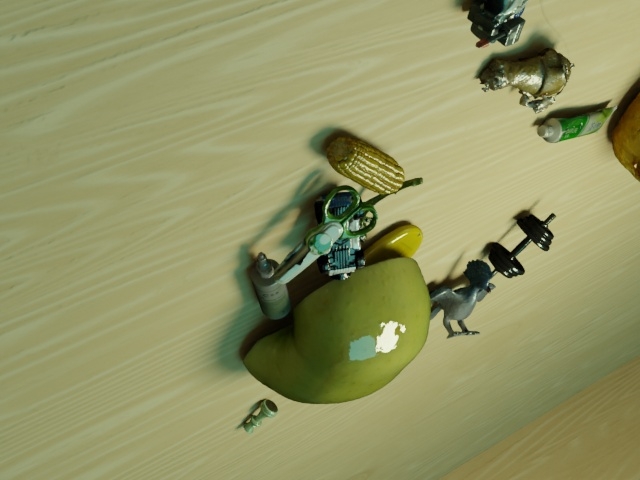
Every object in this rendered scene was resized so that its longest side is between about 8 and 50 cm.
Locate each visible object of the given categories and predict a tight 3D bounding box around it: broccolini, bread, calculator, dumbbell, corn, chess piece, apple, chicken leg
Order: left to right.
[{"bbox_3d":[-0.136,0.389,2.179,0.093,0.042,0.042,-44,153,24],"label":"chess piece"},{"bbox_3d":[0.053,0.166,1.951,0.360,0.320,0.312,-9,107,-46],"label":"apple"},{"bbox_3d":[0.075,-0.121,1.625,0.068,0.068,0.207,-47,150,15],"label":"corn"},{"bbox_3d":[0.107,0.053,1.968,0.235,0.032,0.146,-43,153,11],"label":"calculator"},{"bbox_3d":[0.105,-0.062,1.746,0.052,0.054,0.194,28,138,-19],"label":"broccolini"},{"bbox_3d":[0.458,0.013,2.271,0.208,0.099,0.099,-47,152,18],"label":"dumbbell"},{"bbox_3d":[0.369,-0.286,1.731,0.125,0.080,0.196,-39,155,29],"label":"chicken leg"},{"bbox_3d":[0.799,-0.253,2.179,0.358,0.204,0.337,-44,150,2],"label":"bread"}]

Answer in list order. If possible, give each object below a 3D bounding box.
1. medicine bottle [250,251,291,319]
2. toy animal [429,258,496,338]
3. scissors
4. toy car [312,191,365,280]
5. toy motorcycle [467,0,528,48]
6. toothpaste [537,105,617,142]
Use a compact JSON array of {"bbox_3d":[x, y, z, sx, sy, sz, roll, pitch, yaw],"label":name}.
[{"bbox_3d":[-0.089,0.071,1.726,0.057,0.057,0.199,-32,153,-13],"label":"medicine bottle"},{"bbox_3d":[0.320,0.136,2.295,0.239,0.176,0.255,-3,177,-35],"label":"toy animal"},{"bbox_3d":[0.000,0.000,1.650,0.204,0.027,0.101,-43,119,11],"label":"scissors"},{"bbox_3d":[0.031,-0.008,1.712,0.080,0.070,0.171,-9,124,-9],"label":"toy car"},{"bbox_3d":[0.271,-0.377,1.446,0.150,0.102,0.221,-37,156,-32],"label":"toy motorcycle"},{"bbox_3d":[0.520,-0.235,2.031,0.248,0.047,0.078,-14,146,-43],"label":"toothpaste"}]
